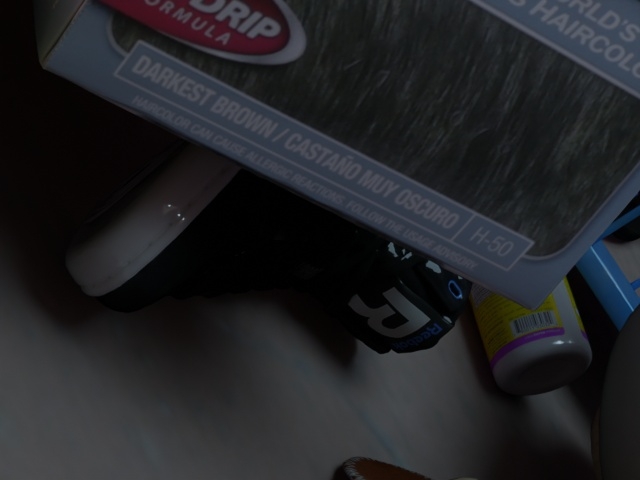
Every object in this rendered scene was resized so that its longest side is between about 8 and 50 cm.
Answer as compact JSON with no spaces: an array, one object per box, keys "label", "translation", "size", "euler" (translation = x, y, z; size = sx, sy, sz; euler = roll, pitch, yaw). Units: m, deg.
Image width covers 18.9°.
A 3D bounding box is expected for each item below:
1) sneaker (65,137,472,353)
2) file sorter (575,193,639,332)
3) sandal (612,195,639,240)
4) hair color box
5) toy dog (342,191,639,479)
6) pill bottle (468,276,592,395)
[{"label":"sneaker","translation":[0.000,0.000,0.685],"size":[0.121,0.079,0.217],"euler":[53,28,-7]},{"label":"file sorter","translation":[0.159,-0.026,0.897],"size":[0.170,0.104,0.118],"euler":[56,9,0]},{"label":"sandal","translation":[0.185,-0.034,1.040],"size":[0.179,0.040,0.067],"euler":[7,56,-54]},{"label":"hair color box","translation":[-0.006,-0.157,0.689],"size":[0.185,0.113,0.374],"euler":[26,26,-26]},{"label":"toy dog","translation":[0.121,0.055,0.685],"size":[0.161,0.220,0.333],"euler":[61,12,6]},{"label":"pill bottle","translation":[0.086,0.022,0.831],"size":[0.043,0.043,0.083],"euler":[22,44,-46]}]
